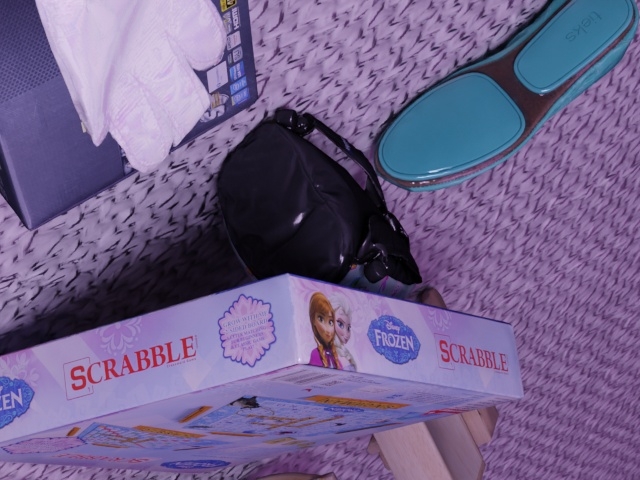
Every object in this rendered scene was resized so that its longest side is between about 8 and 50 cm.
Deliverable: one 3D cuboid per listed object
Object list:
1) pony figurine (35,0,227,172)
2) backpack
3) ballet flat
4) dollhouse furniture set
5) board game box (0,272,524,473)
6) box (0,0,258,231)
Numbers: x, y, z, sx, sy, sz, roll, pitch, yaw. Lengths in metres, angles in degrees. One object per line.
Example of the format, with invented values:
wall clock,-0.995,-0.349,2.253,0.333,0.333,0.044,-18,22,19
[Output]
pony figurine,-0.056,-0.240,0.790,0.303,0.363,0.351,-38,151,-6
backpack,0.000,0.000,1.432,0.115,0.152,0.182,-29,156,12
ballet flat,0.152,-0.111,1.509,0.247,0.083,0.087,-37,165,-3
dollhouse furniture set,-0.051,0.197,1.690,0.356,0.173,0.303,-21,-166,20
board game box,-0.062,0.109,1.400,0.318,0.065,0.319,-17,163,29
box,-0.134,-0.128,1.162,0.183,0.059,0.232,-30,149,-17
